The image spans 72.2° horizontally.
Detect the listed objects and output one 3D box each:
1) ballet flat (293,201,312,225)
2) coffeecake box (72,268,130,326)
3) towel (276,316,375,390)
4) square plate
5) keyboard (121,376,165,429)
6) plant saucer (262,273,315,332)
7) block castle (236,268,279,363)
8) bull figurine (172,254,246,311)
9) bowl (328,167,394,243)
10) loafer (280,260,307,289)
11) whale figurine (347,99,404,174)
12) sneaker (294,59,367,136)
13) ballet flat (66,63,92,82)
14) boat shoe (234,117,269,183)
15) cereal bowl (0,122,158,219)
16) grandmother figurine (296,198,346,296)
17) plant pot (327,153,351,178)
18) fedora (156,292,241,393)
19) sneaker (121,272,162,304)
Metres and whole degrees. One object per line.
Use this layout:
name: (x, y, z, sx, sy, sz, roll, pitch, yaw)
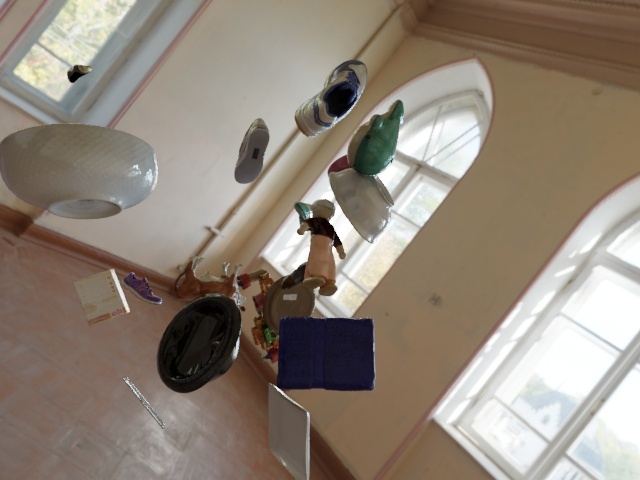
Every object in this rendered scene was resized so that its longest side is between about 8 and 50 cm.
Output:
ballet flat: (-0.070, -0.130, 2.094, 0.083, 0.087, 0.247, 45, -14, 24)
coffeecake box: (-0.857, 0.223, 1.721, 0.068, 0.143, 0.185, 167, -97, -78)
towel: (0.018, 0.356, 1.387, 0.309, 0.227, 0.076, -1, -19, 8)
square plate: (-0.136, 0.852, 1.954, 0.049, 0.343, 0.347, -3, 6, -33)
keyboard: (-0.686, 0.628, 1.700, 0.256, 0.014, 0.072, 51, -17, 0)
plant saucer: (-0.129, 0.287, 1.960, 0.278, 0.277, 0.041, 38, -13, -35)
block castle: (-0.299, 0.402, 2.305, 0.303, 0.213, 0.452, 39, -35, 49)
bull figurine: (-0.392, 0.168, 1.640, 0.311, 0.188, 0.101, 17, -12, -40)
bowl: (0.167, -0.146, 1.540, 0.297, 0.134, 0.297, 49, 21, -26)
loafer: (-0.087, 0.139, 1.663, 0.062, 0.170, 0.061, 47, 31, -2)
whale figurine: (0.208, -0.331, 1.444, 0.141, 0.272, 0.216, 35, -15, 21)
sneaker: (0.063, -0.376, 1.134, 0.131, 0.296, 0.112, -7, -48, 52)
ballet flat: (-0.850, -0.592, 1.552, 0.058, 0.049, 0.173, -4, 9, -43)
boat shoe: (-0.237, -0.308, 1.533, 0.095, 0.258, 0.084, 12, 46, -26)
cereal bowl: (-0.566, -0.139, 1.053, 0.339, 0.340, 0.141, 37, 43, -73)
grandmother figurine: (0.000, 0.000, 1.442, 0.208, 0.104, 0.342, 39, 42, -41)
plant pot: (0.149, -0.247, 1.874, 0.201, 0.202, 0.180, 38, 30, -65)
fedora: (-0.371, 0.347, 1.447, 0.334, 0.334, 0.152, 39, -10, 39)
sneaker: (-0.647, 0.176, 1.603, 0.170, 0.071, 0.068, 34, -10, 5)
